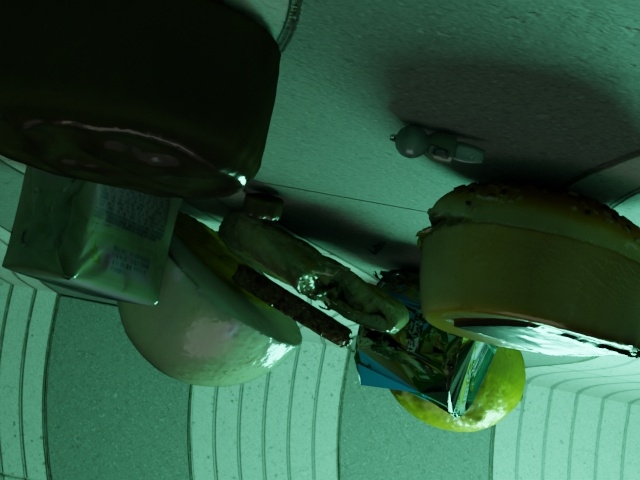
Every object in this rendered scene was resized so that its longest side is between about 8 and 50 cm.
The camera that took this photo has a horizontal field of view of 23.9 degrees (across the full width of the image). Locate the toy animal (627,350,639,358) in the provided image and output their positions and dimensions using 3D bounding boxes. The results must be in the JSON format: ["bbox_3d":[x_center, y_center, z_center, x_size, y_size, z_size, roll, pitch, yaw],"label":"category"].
[{"bbox_3d":[0.492,0.114,2.181,0.245,0.114,0.146,-10,177,0],"label":"toy animal"}]

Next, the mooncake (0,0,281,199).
[{"bbox_3d":[-0.184,-0.133,1.360,0.285,0.155,0.284,11,169,2],"label":"mooncake"}]

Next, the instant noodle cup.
[{"bbox_3d":[0.175,0.154,2.465,0.178,0.240,0.240,17,173,22],"label":"instant noodle cup"}]

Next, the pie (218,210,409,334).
[{"bbox_3d":[-0.020,0.047,2.283,0.338,0.075,0.337,30,178,1],"label":"pie"}]

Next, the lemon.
[{"bbox_3d":[0.244,0.234,2.782,0.288,0.233,0.233,21,169,-14],"label":"lemon"}]

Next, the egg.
[{"bbox_3d":[-0.195,0.112,2.307,0.337,0.201,0.337,39,-168,-10],"label":"egg"}]

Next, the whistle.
[{"bbox_3d":[0.120,-0.096,1.562,0.100,0.035,0.035,11,171,-5],"label":"whistle"}]

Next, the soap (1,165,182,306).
[{"bbox_3d":[-0.312,-0.020,2.094,0.138,0.182,0.199,8,170,34],"label":"soap"}]

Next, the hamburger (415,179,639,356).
[{"bbox_3d":[0.246,0.030,1.722,0.300,0.176,0.300,12,169,2],"label":"hamburger"}]

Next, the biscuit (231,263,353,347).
[{"bbox_3d":[-0.040,0.097,2.219,0.199,0.034,0.064,32,178,0],"label":"biscuit"}]

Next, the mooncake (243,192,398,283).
[{"bbox_3d":[0.008,-0.011,2.184,0.347,0.057,0.150,28,-174,-35],"label":"mooncake"}]
